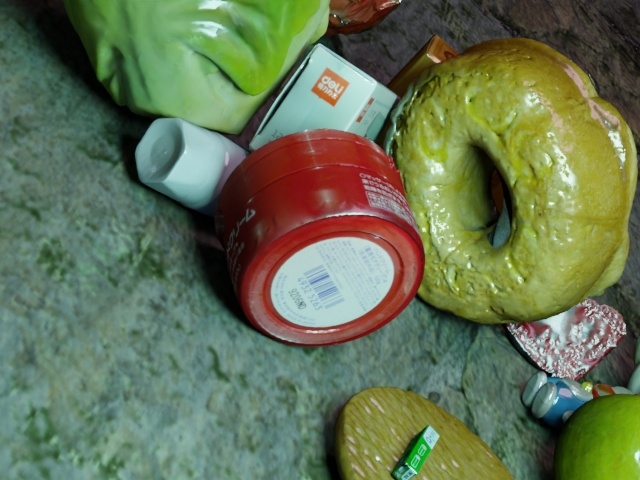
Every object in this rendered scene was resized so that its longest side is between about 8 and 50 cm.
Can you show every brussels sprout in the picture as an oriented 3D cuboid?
[{"bbox_3d":[-0.111,-0.271,1.692,0.344,0.344,0.268,22,2,-37],"label":"brussels sprout"}]

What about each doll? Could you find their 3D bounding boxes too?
[{"bbox_3d":[0.304,0.196,1.882,0.152,0.085,0.114,23,13,-17],"label":"doll"}]

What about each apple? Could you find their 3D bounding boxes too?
[{"bbox_3d":[0.335,0.248,1.735,0.196,0.196,0.157,31,63,-24],"label":"apple"}]

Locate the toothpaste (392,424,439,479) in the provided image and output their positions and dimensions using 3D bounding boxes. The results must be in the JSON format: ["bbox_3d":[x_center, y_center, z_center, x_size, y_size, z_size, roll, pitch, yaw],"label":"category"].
[{"bbox_3d":[0.090,0.199,1.559,0.017,0.020,0.083,46,26,0],"label":"toothpaste"}]

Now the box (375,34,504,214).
[{"bbox_3d":[0.179,-0.093,2.020,0.274,0.174,0.076,40,25,-7],"label":"box"}]

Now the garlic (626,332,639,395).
[{"bbox_3d":[0.448,0.211,1.974,0.281,0.185,0.203,-127,-159,-57],"label":"garlic"}]

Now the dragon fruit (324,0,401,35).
[{"bbox_3d":[0.017,-0.372,2.136,0.241,0.241,0.252,36,23,-16],"label":"dragon fruit"}]

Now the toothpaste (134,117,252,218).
[{"bbox_3d":[-0.041,-0.032,1.760,0.371,0.080,0.125,27,26,-45],"label":"toothpaste"}]

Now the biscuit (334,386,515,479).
[{"bbox_3d":[0.113,0.249,1.583,0.262,0.037,0.262,34,28,-21],"label":"biscuit"}]

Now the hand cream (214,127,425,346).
[{"bbox_3d":[0.000,0.000,1.619,0.193,0.193,0.125,25,31,-34],"label":"hand cream"}]

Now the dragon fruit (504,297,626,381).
[{"bbox_3d":[0.253,0.094,2.001,0.192,0.122,0.092,37,-12,-6],"label":"dragon fruit"}]

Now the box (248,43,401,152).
[{"bbox_3d":[0.008,-0.126,1.786,0.079,0.135,0.269,34,5,6],"label":"box"}]

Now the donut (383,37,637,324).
[{"bbox_3d":[0.202,-0.058,1.859,0.150,0.299,0.317,-24,77,-53],"label":"donut"}]
